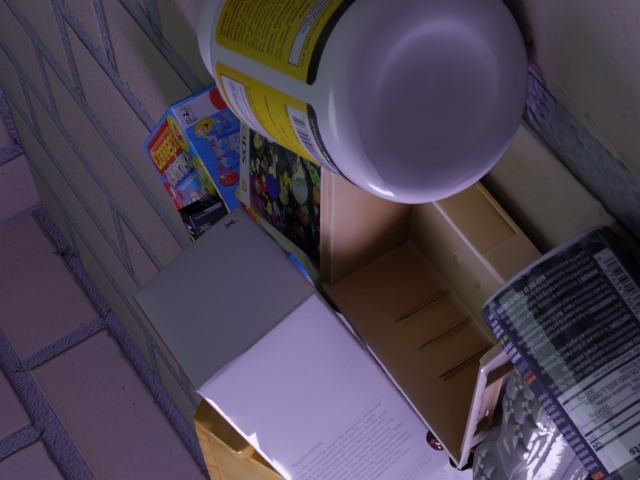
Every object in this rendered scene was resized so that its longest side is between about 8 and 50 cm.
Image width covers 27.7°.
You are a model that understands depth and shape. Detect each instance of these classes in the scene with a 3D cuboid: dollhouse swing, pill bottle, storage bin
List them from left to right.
[{"bbox_3d":[-0.037,0.374,2.326,0.305,0.315,0.347,14,145,16],"label":"dollhouse swing"},{"bbox_3d":[0.017,-0.162,1.144,0.334,0.188,0.188,33,148,57],"label":"pill bottle"},{"bbox_3d":[0.121,0.049,1.303,0.262,0.123,0.260,53,162,26],"label":"storage bin"},{"bbox_3d":[0.247,0.120,1.041,0.245,0.130,0.130,57,163,12],"label":"pill bottle"}]

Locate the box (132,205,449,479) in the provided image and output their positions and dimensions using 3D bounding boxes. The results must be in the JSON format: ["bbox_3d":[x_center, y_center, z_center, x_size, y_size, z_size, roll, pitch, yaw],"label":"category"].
[{"bbox_3d":[-0.029,0.161,1.521,0.345,0.168,0.215,52,176,-38],"label":"box"}]

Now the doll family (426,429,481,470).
[{"bbox_3d":[0.187,0.248,1.456,0.193,0.111,0.076,60,163,3],"label":"doll family"}]

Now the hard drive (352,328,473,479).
[{"bbox_3d":[0.134,0.210,1.670,0.210,0.040,0.318,21,138,65],"label":"hard drive"}]

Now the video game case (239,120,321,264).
[{"bbox_3d":[-0.029,-0.105,1.521,0.232,0.042,0.210,39,134,52],"label":"video game case"}]

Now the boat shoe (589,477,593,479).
[{"bbox_3d":[0.287,0.281,1.264,0.095,0.095,0.257,46,162,14],"label":"boat shoe"}]

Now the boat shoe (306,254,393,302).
[{"bbox_3d":[0.042,0.016,1.550,0.079,0.084,0.233,18,-149,-43],"label":"boat shoe"}]

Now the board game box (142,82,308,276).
[{"bbox_3d":[-0.139,-0.058,1.945,0.302,0.086,0.308,60,163,-1],"label":"board game box"}]

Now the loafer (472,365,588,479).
[{"bbox_3d":[0.219,0.206,1.240,0.319,0.111,0.112,102,161,-54],"label":"loafer"}]

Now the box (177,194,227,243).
[{"bbox_3d":[-0.154,-0.013,1.819,0.062,0.052,0.083,23,138,65],"label":"box"}]

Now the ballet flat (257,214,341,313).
[{"bbox_3d":[0.000,0.000,1.666,0.248,0.086,0.086,47,159,44],"label":"ballet flat"}]
